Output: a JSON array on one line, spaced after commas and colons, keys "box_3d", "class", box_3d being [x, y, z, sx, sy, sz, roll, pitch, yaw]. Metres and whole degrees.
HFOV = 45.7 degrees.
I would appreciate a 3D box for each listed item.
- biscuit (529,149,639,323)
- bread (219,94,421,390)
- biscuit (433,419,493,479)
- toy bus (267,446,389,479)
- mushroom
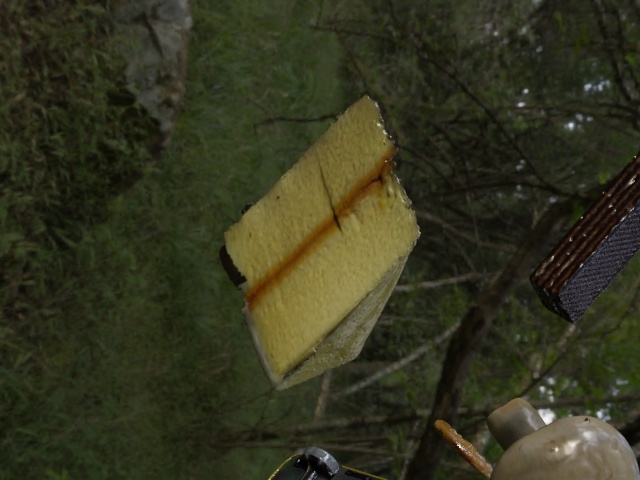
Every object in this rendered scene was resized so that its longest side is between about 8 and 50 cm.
[{"box_3d": [0.513, -0.033, 1.299, 0.073, 0.388, 0.107, 36, -10, 46], "class": "biscuit"}, {"box_3d": [0.000, 0.000, 1.390, 0.345, 0.242, 0.405, 58, -39, 30], "class": "bread"}, {"box_3d": [0.383, 0.554, 2.047, 0.224, 0.033, 0.144, 41, 1, 39], "class": "biscuit"}, {"box_3d": [0.067, 0.390, 0.969, 0.145, 0.331, 0.151, -45, 128, -41], "class": "toy bus"}, {"box_3d": [0.449, 0.447, 1.483, 0.290, 0.293, 0.292, -122, -166, -63], "class": "mushroom"}]
